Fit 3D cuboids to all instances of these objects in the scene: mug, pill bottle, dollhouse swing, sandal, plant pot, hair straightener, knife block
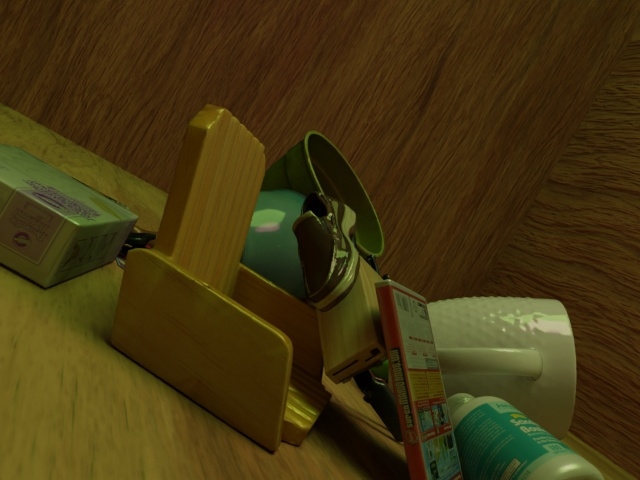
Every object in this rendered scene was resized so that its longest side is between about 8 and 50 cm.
[{"bbox_3d":[0.296,0.237,1.143,0.328,0.276,0.374,2,-12,7],"label":"mug"},{"bbox_3d":[0.281,0.333,0.896,0.146,0.146,0.264,30,1,-27],"label":"pill bottle"},{"bbox_3d":[-0.067,0.040,0.820,0.315,0.304,0.347,30,0,9],"label":"dollhouse swing"},{"bbox_3d":[-0.361,0.008,1.157,0.067,0.040,0.179,-1,5,-9],"label":"sandal"},{"bbox_3d":[-0.075,-0.041,1.576,0.366,0.353,0.366,49,23,-29],"label":"plant pot"},{"bbox_3d":[0.081,0.223,0.950,0.230,0.047,0.089,59,1,-3],"label":"hair straightener"},{"bbox_3d":[-0.159,0.016,1.295,0.272,0.271,0.255,31,17,28],"label":"plant pot"},{"bbox_3d":[0.041,0.079,0.914,0.242,0.088,0.276,59,17,15],"label":"knife block"}]

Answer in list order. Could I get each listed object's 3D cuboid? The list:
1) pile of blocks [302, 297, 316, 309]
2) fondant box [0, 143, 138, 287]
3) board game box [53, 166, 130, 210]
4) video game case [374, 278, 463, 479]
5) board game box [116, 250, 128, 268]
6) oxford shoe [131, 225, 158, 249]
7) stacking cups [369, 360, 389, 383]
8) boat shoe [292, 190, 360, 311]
[{"bbox_3d":[-0.002,0.167,1.632,0.113,0.148,0.362,-7,1,9],"label":"pile of blocks"},{"bbox_3d":[-0.424,-0.051,0.864,0.238,0.096,0.330,31,2,-6],"label":"fondant box"},{"bbox_3d":[-0.490,-0.073,1.197,0.193,0.053,0.305,30,1,-18],"label":"board game box"},{"bbox_3d":[0.138,0.206,0.809,0.025,0.285,0.204,-15,-18,19],"label":"video game case"},{"bbox_3d":[-0.312,0.045,1.103,0.133,0.033,0.169,30,1,-29],"label":"board game box"},{"bbox_3d":[-0.346,-0.002,1.330,0.076,0.076,0.212,34,5,41],"label":"oxford shoe"},{"bbox_3d":[0.079,0.235,1.350,0.316,0.096,0.096,30,1,-1],"label":"stacking cups"},{"bbox_3d":[-0.006,0.005,0.875,0.095,0.095,0.257,41,20,-17],"label":"boat shoe"}]
